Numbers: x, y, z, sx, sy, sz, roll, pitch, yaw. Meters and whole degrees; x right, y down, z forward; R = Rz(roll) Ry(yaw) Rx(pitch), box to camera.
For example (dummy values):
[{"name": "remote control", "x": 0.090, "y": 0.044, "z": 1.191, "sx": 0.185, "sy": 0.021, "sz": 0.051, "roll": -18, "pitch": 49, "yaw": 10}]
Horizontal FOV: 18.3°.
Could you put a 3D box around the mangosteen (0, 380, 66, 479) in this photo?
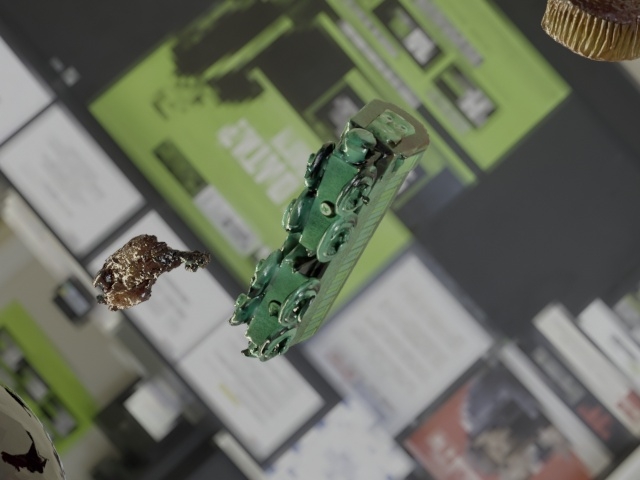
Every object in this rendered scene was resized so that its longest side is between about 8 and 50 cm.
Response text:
[{"name": "mangosteen", "x": -0.203, "y": 0.155, "z": 0.898, "sx": 0.192, "sy": 0.192, "sz": 0.217, "roll": 36, "pitch": 144, "yaw": 37}]

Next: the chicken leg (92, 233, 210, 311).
[{"name": "chicken leg", "x": -0.102, "y": 0.015, "z": 1.152, "sx": 0.083, "sy": 0.021, "sz": 0.036, "roll": -28, "pitch": 96, "yaw": 32}]

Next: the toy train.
[{"name": "toy train", "x": 0.000, "y": 0.000, "z": 0.970, "sx": 0.038, "sy": 0.071, "sz": 0.148, "roll": 38, "pitch": 124, "yaw": 12}]

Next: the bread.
[{"name": "bread", "x": 0.203, "y": -0.168, "z": 1.435, "sx": 0.085, "sy": 0.085, "sz": 0.053, "roll": 36, "pitch": 129, "yaw": 36}]
